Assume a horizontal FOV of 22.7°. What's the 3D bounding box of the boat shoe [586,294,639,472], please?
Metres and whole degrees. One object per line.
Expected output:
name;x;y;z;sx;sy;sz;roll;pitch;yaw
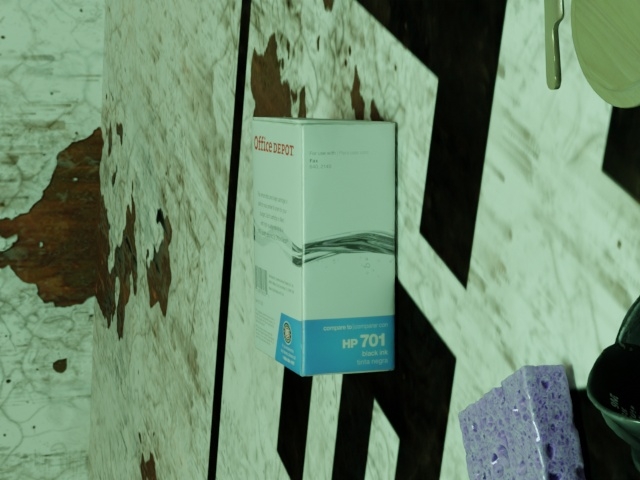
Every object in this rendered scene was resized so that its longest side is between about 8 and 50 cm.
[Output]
boat shoe;0.166;0.047;0.651;0.127;0.113;0.340;-121;33;-57

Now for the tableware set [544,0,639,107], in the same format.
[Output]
tableware set;0.158;-0.163;0.787;0.128;0.039;0.194;-161;65;-63

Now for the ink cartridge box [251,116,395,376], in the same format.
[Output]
ink cartridge box;0.000;0.000;1.245;0.139;0.082;0.191;-161;72;-72

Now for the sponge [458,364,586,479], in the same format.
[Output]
sponge;0.128;0.188;0.934;0.117;0.031;0.210;129;137;-65
